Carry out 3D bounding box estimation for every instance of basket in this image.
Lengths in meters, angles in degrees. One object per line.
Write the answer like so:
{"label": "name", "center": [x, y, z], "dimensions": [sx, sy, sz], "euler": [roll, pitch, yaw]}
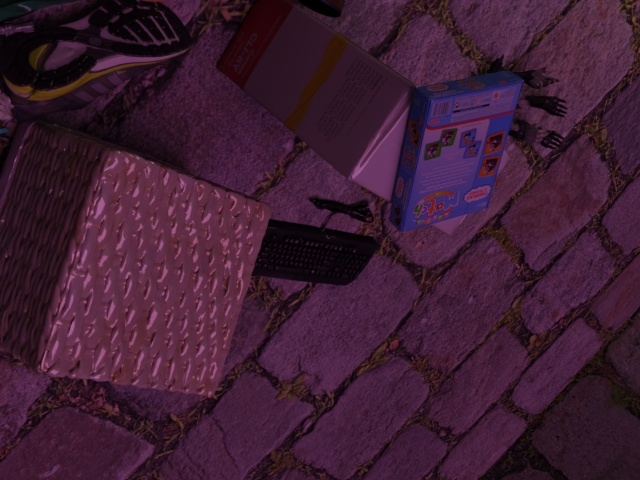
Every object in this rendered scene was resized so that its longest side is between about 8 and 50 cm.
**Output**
{"label": "basket", "center": [-0.290, 0.027, 1.287], "dimensions": [0.328, 0.266, 0.331], "euler": [19, 88, -46]}

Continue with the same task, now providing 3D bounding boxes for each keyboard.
{"label": "keyboard", "center": [0.000, 0.000, 1.749], "dimensions": [0.317, 0.033, 0.201], "euler": [8, 116, -44]}

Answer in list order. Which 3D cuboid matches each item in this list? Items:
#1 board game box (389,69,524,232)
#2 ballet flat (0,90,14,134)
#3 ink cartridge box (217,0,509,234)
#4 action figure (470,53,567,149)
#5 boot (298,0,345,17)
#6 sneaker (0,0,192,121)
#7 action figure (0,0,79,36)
{"label": "board game box", "center": [0.183, -0.120, 1.206], "dimensions": [0.160, 0.039, 0.211], "euler": [-15, 132, -28]}
{"label": "ballet flat", "center": [-0.593, -0.125, 1.091], "dimensions": [0.409, 0.147, 0.147], "euler": [-26, 136, -17]}
{"label": "ink cartridge box", "center": [0.060, -0.201, 1.362], "dimensions": [0.279, 0.384, 0.160], "euler": [24, 105, -47]}
{"label": "action figure", "center": [0.411, -0.275, 1.780], "dimensions": [0.275, 0.141, 0.164], "euler": [11, 93, -46]}
{"label": "boot", "center": [-0.034, -0.440, 1.348], "dimensions": [0.219, 0.082, 0.106], "euler": [26, 82, -44]}
{"label": "sneaker", "center": [-0.315, -0.253, 1.235], "dimensions": [0.300, 0.111, 0.121], "euler": [-26, 171, -35]}
{"label": "action figure", "center": [-0.394, -0.305, 1.121], "dimensions": [0.232, 0.137, 0.063], "euler": [-30, 150, -6]}
